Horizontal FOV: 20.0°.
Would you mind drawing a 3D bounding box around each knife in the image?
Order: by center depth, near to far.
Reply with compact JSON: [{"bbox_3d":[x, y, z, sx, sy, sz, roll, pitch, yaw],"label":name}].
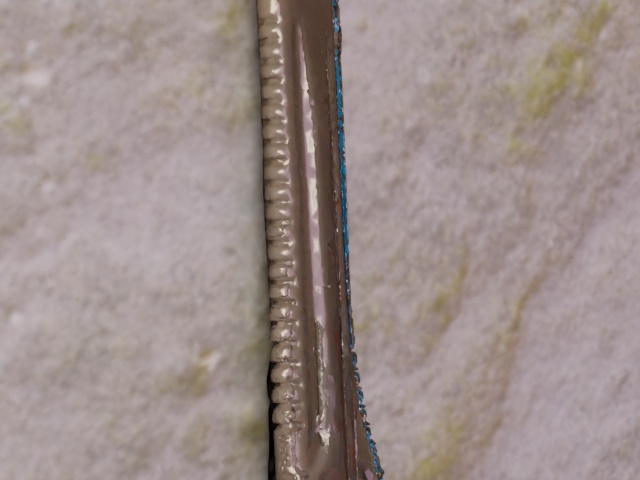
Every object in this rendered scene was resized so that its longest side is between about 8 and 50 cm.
[{"bbox_3d":[-0.006,0.001,0.906,0.089,0.043,0.365,-2,86,-65],"label":"knife"}]
